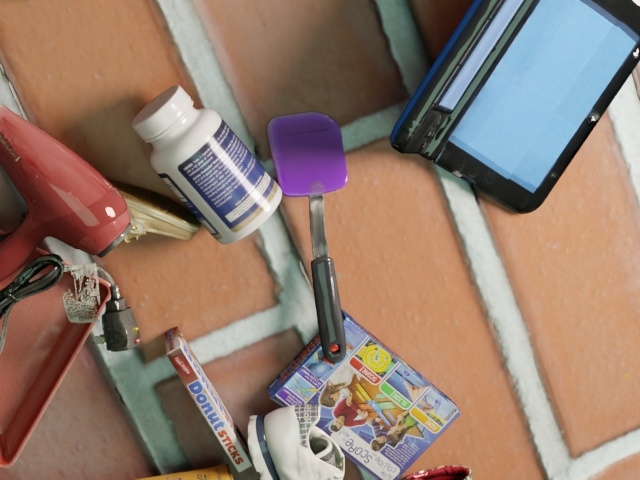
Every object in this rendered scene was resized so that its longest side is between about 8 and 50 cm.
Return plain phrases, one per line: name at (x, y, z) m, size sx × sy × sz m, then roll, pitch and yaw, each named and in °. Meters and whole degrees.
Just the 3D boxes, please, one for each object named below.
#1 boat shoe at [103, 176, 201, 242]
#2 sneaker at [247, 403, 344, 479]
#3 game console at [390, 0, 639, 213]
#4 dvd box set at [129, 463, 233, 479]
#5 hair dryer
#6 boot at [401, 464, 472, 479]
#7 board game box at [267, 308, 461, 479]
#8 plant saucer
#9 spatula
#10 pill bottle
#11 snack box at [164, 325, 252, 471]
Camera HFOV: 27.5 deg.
boat shoe at (-0.220, -0.029, 1.460) m, size 0.170 × 0.063 × 0.059 m, roll 20°, pitch 106°, yaw -6°
sneaker at (-0.008, 0.299, 1.574) m, size 0.095 × 0.090 × 0.235 m, roll -19°, pitch 120°, yaw 7°
game console at (0.236, -0.183, 1.440) m, size 0.173 × 0.250 × 0.293 m, roll 34°, pitch 100°, yaw 8°
dvd box set at (-0.297, 0.445, 1.561) m, size 0.421 × 0.062 × 0.307 m, roll -7°, pitch 108°, yaw -9°
hair dryer at (-0.312, 0.000, 1.388) m, size 0.224 × 0.080 × 0.293 m, roll -4°, pitch 104°, yaw -4°
boot at (0.099, 0.389, 1.643) m, size 0.236 × 0.085 × 0.178 m, roll -13°, pitch 108°, yaw -13°
board game box at (0.054, 0.196, 1.595) m, size 0.201 × 0.035 × 0.136 m, roll 41°, pitch 96°, yaw -19°
plant saucer at (-0.407, 0.097, 1.470) m, size 0.258 × 0.048 × 0.259 m, roll 28°, pitch 100°, yaw -18°
spatula at (0.000, 0.000, 1.508) m, size 0.084 × 0.030 × 0.296 m, roll -10°, pitch 103°, yaw -8°
pill bottle at (-0.128, -0.086, 1.437) m, size 0.094 × 0.094 × 0.169 m, roll -39°, pitch 111°, yaw 3°
snack box at (-0.133, 0.188, 1.542) m, size 0.022 × 0.064 × 0.178 m, roll -28°, pitch 111°, yaw 1°
